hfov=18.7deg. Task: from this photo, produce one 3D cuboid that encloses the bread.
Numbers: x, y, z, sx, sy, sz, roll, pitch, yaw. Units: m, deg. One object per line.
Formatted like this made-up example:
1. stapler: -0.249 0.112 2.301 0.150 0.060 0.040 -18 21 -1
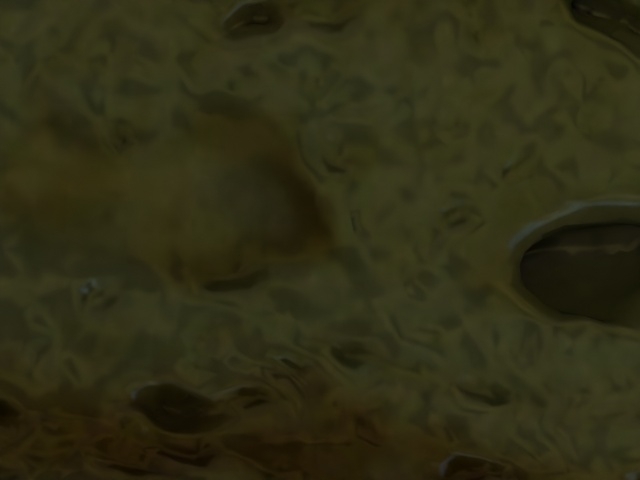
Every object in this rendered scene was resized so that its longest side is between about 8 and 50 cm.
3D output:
1. bread: 0.000 0.000 0.340 0.232 0.088 0.128 5 -88 -4
